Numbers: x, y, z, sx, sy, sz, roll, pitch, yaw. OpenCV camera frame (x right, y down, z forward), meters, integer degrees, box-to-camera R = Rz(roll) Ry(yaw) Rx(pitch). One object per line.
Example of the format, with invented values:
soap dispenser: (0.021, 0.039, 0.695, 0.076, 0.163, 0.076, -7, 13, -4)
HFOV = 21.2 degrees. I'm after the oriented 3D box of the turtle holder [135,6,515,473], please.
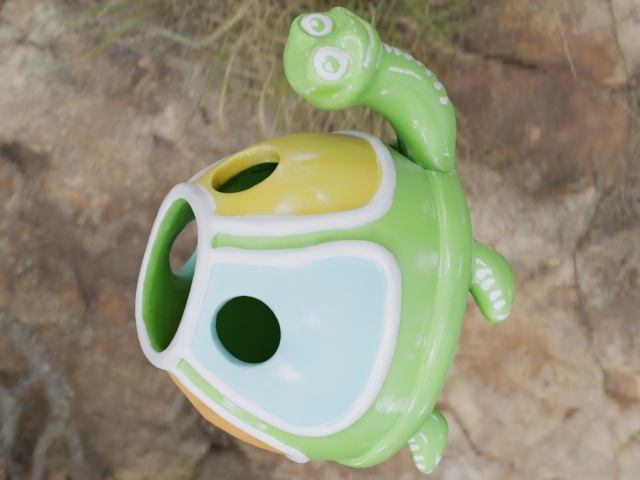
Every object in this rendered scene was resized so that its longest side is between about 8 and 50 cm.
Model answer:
turtle holder: (0.001, 0.018, 1.279, 0.227, 0.243, 0.320, 10, 134, -25)
